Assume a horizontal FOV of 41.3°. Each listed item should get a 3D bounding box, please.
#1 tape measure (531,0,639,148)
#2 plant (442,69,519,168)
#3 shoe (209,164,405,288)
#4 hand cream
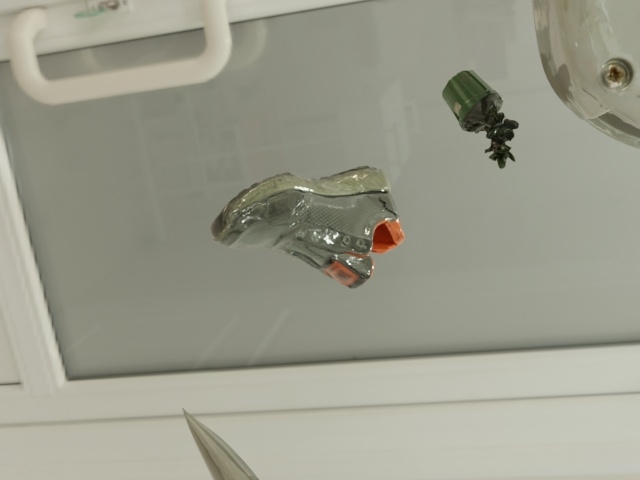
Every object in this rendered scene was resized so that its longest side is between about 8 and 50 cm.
[{"bbox_3d":[0.290,-0.185,0.613,0.130,0.265,0.258,-99,171,-87],"label":"tape measure"},{"bbox_3d":[0.161,-0.116,0.818,0.102,0.051,0.051,58,3,24],"label":"plant"},{"bbox_3d":[0.000,0.000,1.228,0.336,0.132,0.171,-12,65,-42],"label":"shoe"},{"bbox_3d":[-0.110,0.283,1.034,0.186,0.054,0.087,45,-7,42],"label":"hand cream"}]
